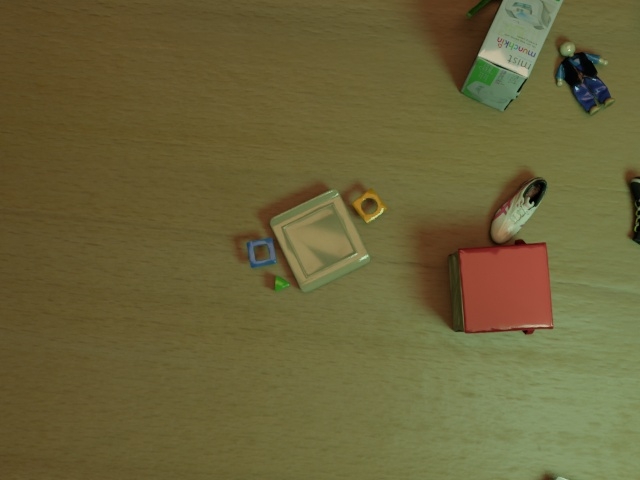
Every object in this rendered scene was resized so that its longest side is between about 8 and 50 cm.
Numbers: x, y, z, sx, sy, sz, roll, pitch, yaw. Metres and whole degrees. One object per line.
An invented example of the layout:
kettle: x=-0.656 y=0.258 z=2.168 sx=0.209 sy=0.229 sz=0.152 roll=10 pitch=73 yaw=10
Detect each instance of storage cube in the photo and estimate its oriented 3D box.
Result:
storage cube: x=0.399 y=0.108 z=1.716 sx=0.193 sy=0.183 sz=0.215 roll=-4 pitch=85 yaw=2

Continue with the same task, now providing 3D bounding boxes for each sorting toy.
sorting toy: x=0.000 y=0.000 z=1.805 sx=0.347 sy=0.047 sz=0.196 roll=-26 pitch=89 yaw=-1

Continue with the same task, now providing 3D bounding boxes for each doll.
doll: x=0.634 y=-0.398 z=1.832 sx=0.129 sy=0.046 sz=0.189 roll=-29 pitch=78 yaw=7

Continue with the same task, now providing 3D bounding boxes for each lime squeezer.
lime squeezer: x=0.457 y=-0.631 z=1.832 sx=0.059 sy=0.110 sz=0.310 roll=44 pitch=91 yaw=-13

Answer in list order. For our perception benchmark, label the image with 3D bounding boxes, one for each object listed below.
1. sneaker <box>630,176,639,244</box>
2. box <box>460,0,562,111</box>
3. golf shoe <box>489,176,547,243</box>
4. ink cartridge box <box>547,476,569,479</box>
sneaker: x=0.769 y=-0.035 z=1.773 sx=0.097 sy=0.084 sz=0.235 roll=-25 pitch=84 yaw=0
box: x=0.436 y=-0.448 z=1.734 sx=0.126 sy=0.262 sz=0.231 roll=25 pitch=86 yaw=4
golf shoe: x=0.461 y=-0.073 z=1.783 sx=0.067 sy=0.086 sz=0.186 roll=36 pitch=87 yaw=3
ink cartridge box: x=0.547 y=0.608 z=1.707 sx=0.092 sy=0.090 sz=0.143 roll=21 pitch=84 yaw=3
